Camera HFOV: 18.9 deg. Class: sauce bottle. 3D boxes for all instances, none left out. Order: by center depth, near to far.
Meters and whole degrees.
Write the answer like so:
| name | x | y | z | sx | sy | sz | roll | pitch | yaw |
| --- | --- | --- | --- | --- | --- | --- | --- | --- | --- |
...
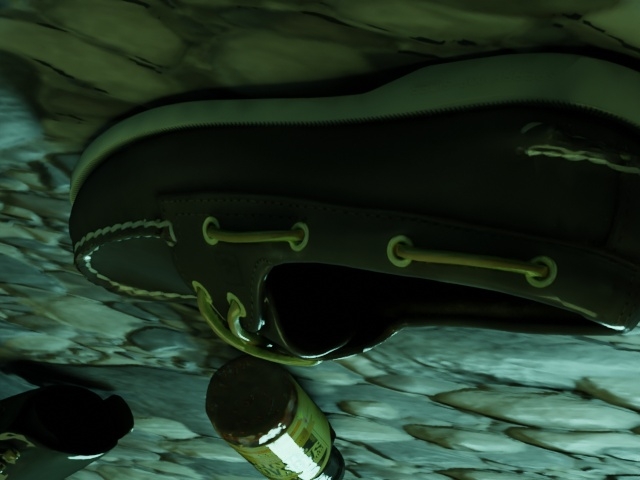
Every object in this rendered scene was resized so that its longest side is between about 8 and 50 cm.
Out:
| name | x | y | z | sx | sy | sz | roll | pitch | yaw |
| --- | --- | --- | --- | --- | --- | --- | --- | --- | --- |
| sauce bottle | -0.015 | 0.088 | 0.870 | 0.042 | 0.042 | 0.128 | 4 | 161 | 19 |

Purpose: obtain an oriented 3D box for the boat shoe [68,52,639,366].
| name | x | y | z | sx | sy | sz | roll | pitch | yaw |
| --- | --- | --- | --- | --- | --- | --- | --- | --- | --- |
| boat shoe | 0.000 | 0.000 | 0.564 | 0.228 | 0.068 | 0.081 | -9 | 153 | 44 |

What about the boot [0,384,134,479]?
| name | x | y | z | sx | sy | sz | roll | pitch | yaw |
| --- | --- | --- | --- | --- | --- | --- | --- | --- | --- |
| boot | -0.199 | 0.109 | 0.911 | 0.137 | 0.077 | 0.198 | -32 | 167 | 37 |
